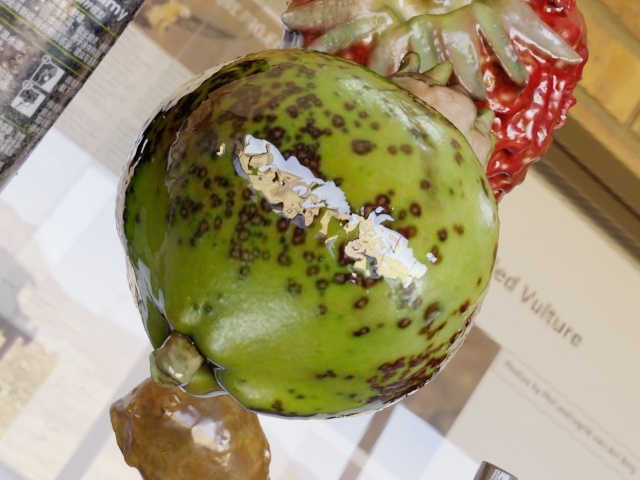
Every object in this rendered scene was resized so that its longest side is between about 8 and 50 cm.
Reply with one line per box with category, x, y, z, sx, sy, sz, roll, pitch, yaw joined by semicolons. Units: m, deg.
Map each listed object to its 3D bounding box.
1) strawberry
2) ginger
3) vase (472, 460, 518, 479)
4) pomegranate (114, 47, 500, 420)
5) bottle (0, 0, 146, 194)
strawberry;0.104;-0.149;0.905;0.292;0.292;0.343;32;-14;14
ginger;-0.188;0.314;1.490;0.269;0.200;0.223;63;7;20
vase;0.208;0.337;1.232;0.053;0.100;0.053;27;-13;7
pomegranate;0.011;-0.008;0.575;0.222;0.204;0.276;23;19;31
bottle;-0.175;-0.127;0.579;0.093;0.330;0.093;38;1;-1
